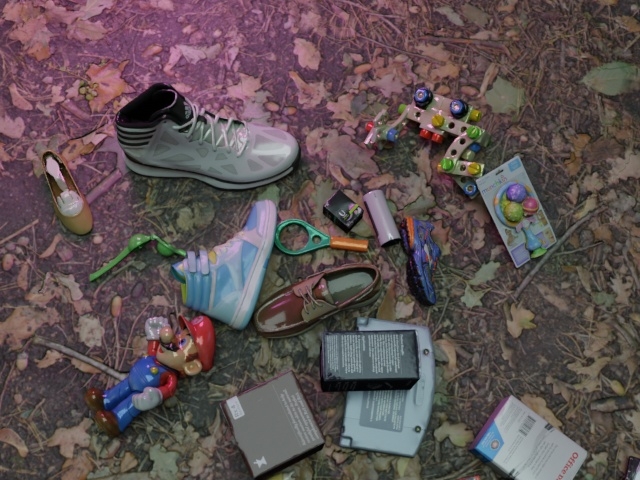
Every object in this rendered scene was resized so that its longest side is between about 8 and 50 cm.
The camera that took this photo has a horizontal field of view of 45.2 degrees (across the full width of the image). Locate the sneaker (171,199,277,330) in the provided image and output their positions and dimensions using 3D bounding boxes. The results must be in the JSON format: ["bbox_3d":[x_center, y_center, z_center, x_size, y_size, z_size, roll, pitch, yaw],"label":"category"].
[{"bbox_3d":[-0.226,0.029,1.780,0.208,0.127,0.319,18,70,-10],"label":"sneaker"}]

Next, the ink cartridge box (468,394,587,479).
[{"bbox_3d":[0.452,0.463,1.686,0.203,0.086,0.148,38,74,10],"label":"ink cartridge box"}]

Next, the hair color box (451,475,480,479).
[{"bbox_3d":[0.302,0.547,1.611,0.053,0.167,0.093,-11,72,-5],"label":"hair color box"}]

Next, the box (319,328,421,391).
[{"bbox_3d":[0.104,0.261,1.659,0.206,0.153,0.108,-1,70,-3],"label":"box"}]

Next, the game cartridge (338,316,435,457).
[{"bbox_3d":[0.158,0.332,1.743,0.197,0.062,0.298,11,71,-2],"label":"game cartridge"}]

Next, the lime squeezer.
[{"bbox_3d":[-0.393,0.036,1.828,0.310,0.059,0.110,-1,71,-3],"label":"lime squeezer"}]

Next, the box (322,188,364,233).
[{"bbox_3d":[0.055,-0.071,1.878,0.083,0.052,0.062,41,75,12],"label":"box"}]

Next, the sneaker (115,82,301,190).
[{"bbox_3d":[-0.269,-0.244,1.821,0.447,0.257,0.169,2,71,-1],"label":"sneaker"}]

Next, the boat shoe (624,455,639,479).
[{"bbox_3d":[0.673,0.542,1.690,0.040,0.049,0.142,24,69,26],"label":"boat shoe"}]

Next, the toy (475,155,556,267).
[{"bbox_3d":[0.482,-0.069,1.834,0.136,0.056,0.237,-30,103,-18],"label":"toy"}]

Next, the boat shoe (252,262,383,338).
[{"bbox_3d":[-0.006,0.127,1.774,0.324,0.116,0.123,-24,73,-9],"label":"boat shoe"}]

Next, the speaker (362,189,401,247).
[{"bbox_3d":[0.150,-0.052,1.873,0.055,0.055,0.136,-18,73,-7],"label":"speaker"}]

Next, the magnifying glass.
[{"bbox_3d":[0.000,0.000,1.867,0.230,0.026,0.092,8,71,0],"label":"magnifying glass"}]

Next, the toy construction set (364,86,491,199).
[{"bbox_3d":[0.280,-0.257,1.910,0.327,0.151,0.215,23,97,14],"label":"toy construction set"}]

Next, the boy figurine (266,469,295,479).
[{"bbox_3d":[-0.085,0.577,1.632,0.285,0.092,0.177,4,79,-2],"label":"boy figurine"}]

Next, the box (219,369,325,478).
[{"bbox_3d":[-0.099,0.397,1.634,0.166,0.203,0.169,-24,74,-10],"label":"box"}]

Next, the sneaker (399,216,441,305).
[{"bbox_3d":[0.251,0.046,1.831,0.087,0.083,0.221,-4,75,-12],"label":"sneaker"}]

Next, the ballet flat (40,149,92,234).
[{"bbox_3d":[-0.626,-0.119,1.866,0.080,0.073,0.232,-28,74,-10],"label":"ballet flat"}]

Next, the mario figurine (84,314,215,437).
[{"bbox_3d":[-0.376,0.269,1.691,0.320,0.170,0.198,-39,74,-12],"label":"mario figurine"}]
